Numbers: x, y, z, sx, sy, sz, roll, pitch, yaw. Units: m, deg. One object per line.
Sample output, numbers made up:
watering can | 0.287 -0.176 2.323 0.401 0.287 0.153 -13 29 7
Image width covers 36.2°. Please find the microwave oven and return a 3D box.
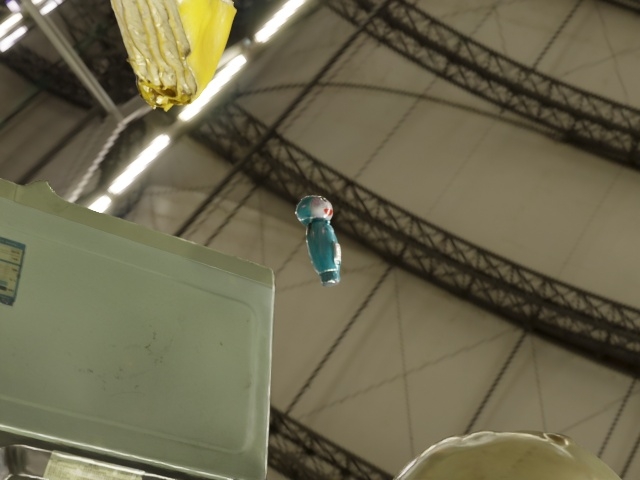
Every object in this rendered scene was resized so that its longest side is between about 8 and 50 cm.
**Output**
microwave oven | -0.251 0.131 0.990 0.218 0.355 0.286 -42 -142 45

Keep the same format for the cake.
cake | -0.092 -0.173 0.697 0.080 0.185 0.116 23 -119 18

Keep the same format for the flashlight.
flashlight | 0.000 0.000 1.309 0.051 0.051 0.129 -20 -110 23

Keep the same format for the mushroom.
mushroom | 0.187 0.364 0.953 0.314 0.336 0.314 -17 -147 11
